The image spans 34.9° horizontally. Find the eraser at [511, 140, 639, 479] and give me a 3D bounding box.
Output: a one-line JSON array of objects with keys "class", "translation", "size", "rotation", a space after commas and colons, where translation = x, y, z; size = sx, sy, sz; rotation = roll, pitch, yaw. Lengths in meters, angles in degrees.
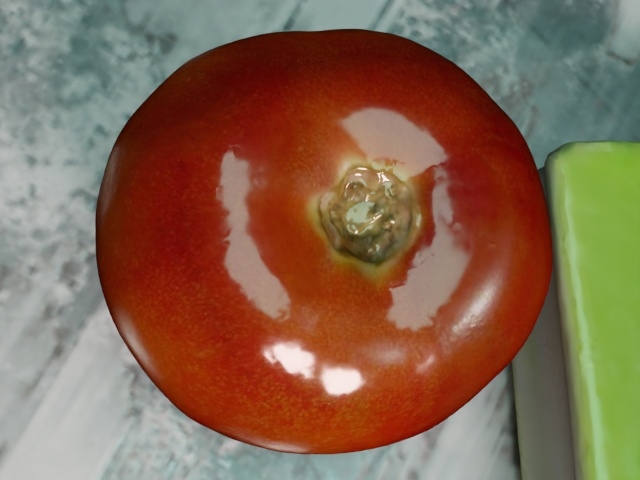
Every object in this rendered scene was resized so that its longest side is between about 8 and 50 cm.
[{"class": "eraser", "translation": [0.202, 0.092, 0.494], "size": [0.210, 0.092, 0.274], "rotation": [-2, 77, -13]}]

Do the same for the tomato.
[{"class": "tomato", "translation": [0.000, 0.000, 0.448], "size": [0.195, 0.136, 0.195], "rotation": [3, 78, -14]}]
